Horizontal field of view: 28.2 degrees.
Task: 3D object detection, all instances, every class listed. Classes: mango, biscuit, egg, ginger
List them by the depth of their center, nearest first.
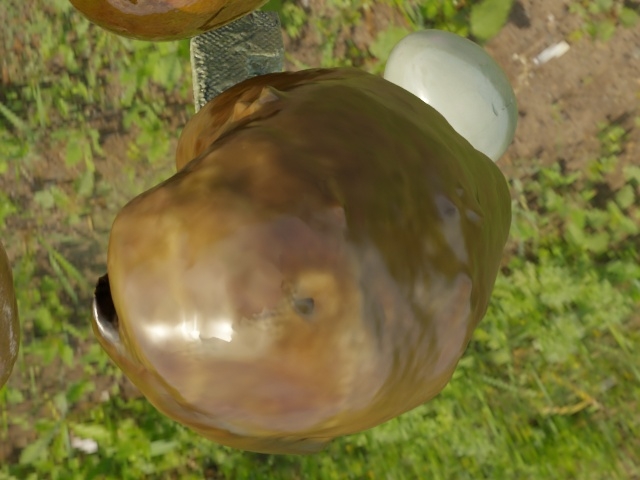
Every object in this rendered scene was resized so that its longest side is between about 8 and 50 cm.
[{"bbox_3d":[0.000,0.000,0.603,0.172,0.321,0.165,12,103,-2],"label":"ginger"},{"bbox_3d":[-0.091,-0.204,0.870,0.151,0.120,0.221,-40,168,24],"label":"mango"},{"bbox_3d":[0.158,-0.172,1.568,0.151,0.151,0.209,-33,130,9],"label":"egg"},{"bbox_3d":[-0.118,-0.253,1.887,0.147,0.250,0.046,-1,139,-9],"label":"biscuit"}]

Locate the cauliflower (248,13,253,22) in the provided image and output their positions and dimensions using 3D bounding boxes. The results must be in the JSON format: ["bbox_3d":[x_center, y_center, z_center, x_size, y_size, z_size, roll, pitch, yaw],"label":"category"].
[{"bbox_3d":[-0.181,-0.407,1.843,0.238,0.315,0.256,-11,138,-16],"label":"cauliflower"}]

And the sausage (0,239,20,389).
[{"bbox_3d":[-0.244,0.000,0.729,0.108,0.109,0.270,-19,141,-4],"label":"sausage"}]
